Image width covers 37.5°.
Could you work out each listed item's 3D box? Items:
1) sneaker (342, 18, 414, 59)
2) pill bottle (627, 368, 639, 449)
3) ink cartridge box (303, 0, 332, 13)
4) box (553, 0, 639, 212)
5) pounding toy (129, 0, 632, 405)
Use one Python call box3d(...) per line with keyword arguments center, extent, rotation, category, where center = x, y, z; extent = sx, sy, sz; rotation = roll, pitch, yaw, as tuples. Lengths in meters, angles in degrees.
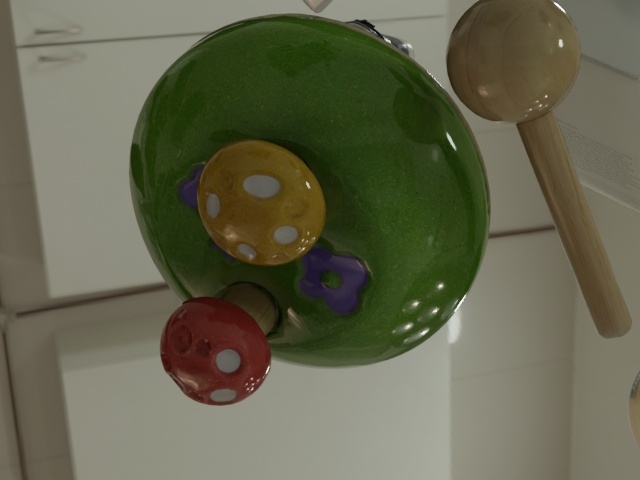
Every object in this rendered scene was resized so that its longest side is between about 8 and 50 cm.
box3d(center=(0.010, -0.288, 1.423), extent=(0.163, 0.226, 0.086), rotation=(-19, 112, -64), category="sneaker")
box3d(center=(0.296, 0.128, 0.696), extent=(0.215, 0.117, 0.117), rotation=(51, 27, -78), category="pill bottle")
box3d(center=(0.026, -0.307, 0.614), extent=(0.311, 0.186, 0.065), rotation=(-33, -160, 50), category="ink cartridge box")
box3d(center=(0.406, -0.215, 1.203), extent=(0.168, 0.215, 0.345), rotation=(33, -10, 33), category="box")
box3d(center=(0.000, 0.000, 0.412), extent=(0.110, 0.236, 0.183), rotation=(-53, 131, -55), category="pounding toy")
